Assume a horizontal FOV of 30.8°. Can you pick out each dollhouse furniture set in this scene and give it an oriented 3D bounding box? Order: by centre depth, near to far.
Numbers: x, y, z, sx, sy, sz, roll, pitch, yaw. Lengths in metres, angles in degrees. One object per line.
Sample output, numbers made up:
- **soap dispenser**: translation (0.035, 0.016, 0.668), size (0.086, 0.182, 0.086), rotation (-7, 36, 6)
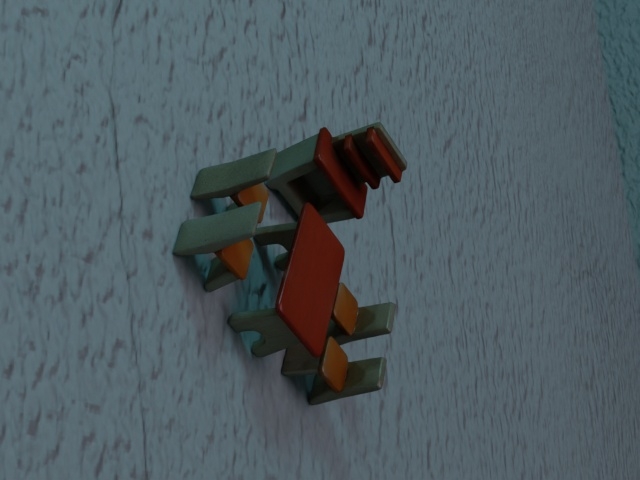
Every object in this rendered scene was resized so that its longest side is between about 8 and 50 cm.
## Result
- **dollhouse furniture set**: translation (0.000, 0.000, 1.212), size (0.262, 0.135, 0.259), rotation (52, 36, -35)
